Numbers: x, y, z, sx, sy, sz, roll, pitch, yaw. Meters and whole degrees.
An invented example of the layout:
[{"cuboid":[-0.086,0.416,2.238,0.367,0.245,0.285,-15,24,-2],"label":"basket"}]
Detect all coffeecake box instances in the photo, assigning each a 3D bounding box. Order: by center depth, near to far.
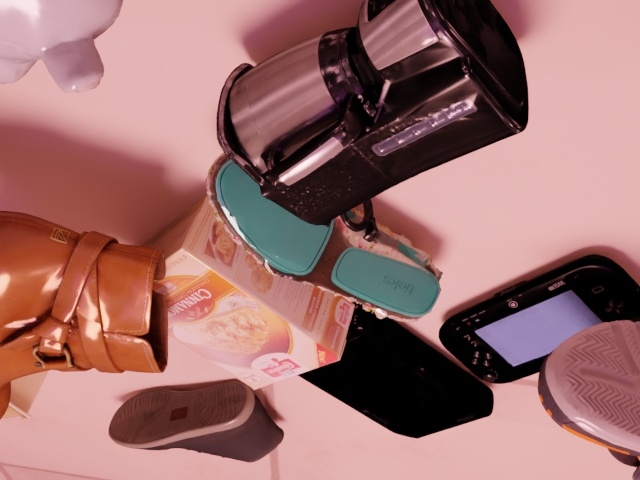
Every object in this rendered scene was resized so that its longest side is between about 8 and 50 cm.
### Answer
[{"cuboid":[-0.084,0.059,0.694,0.185,0.068,0.142,38,138,-23],"label":"coffeecake box"}]

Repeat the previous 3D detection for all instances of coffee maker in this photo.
[{"cuboid":[0.048,-0.091,0.491,0.178,0.120,0.171,-23,154,35],"label":"coffee maker"}]

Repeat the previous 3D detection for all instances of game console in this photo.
[{"cuboid":[0.149,0.107,0.731,0.213,0.044,0.361,35,133,-26],"label":"game console"}]

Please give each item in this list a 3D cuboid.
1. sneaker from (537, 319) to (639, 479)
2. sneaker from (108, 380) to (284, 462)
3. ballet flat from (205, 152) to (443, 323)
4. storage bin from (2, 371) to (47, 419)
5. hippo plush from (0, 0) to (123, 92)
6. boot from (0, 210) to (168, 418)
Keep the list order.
[{"cuboid":[0.305,0.169,0.664,0.321,0.125,0.180,8,144,-22],"label":"sneaker"},{"cuboid":[-0.165,0.255,0.941,0.221,0.083,0.118,-11,135,22],"label":"sneaker"},{"cuboid":[0.000,0.000,0.617,0.241,0.077,0.091,34,92,-23],"label":"ballet flat"},{"cuboid":[-0.479,0.100,0.807,0.262,0.123,0.260,-12,134,25],"label":"storage bin"},{"cuboid":[-0.224,-0.203,0.382,0.294,0.235,0.236,-10,168,44],"label":"hippo plush"},{"cuboid":[-0.246,0.090,0.647,0.220,0.109,0.284,7,126,-4],"label":"boot"}]
